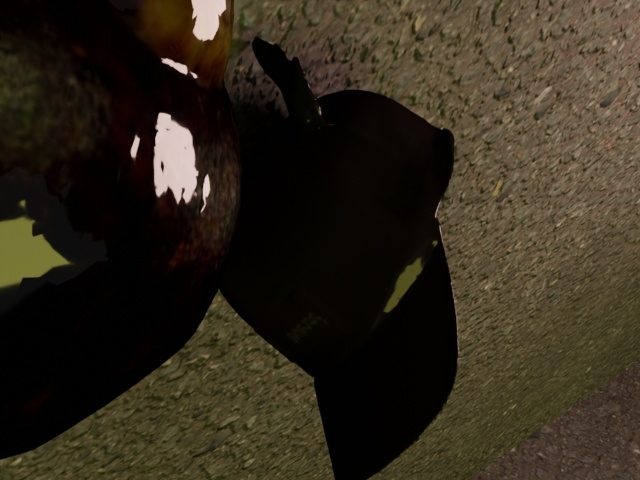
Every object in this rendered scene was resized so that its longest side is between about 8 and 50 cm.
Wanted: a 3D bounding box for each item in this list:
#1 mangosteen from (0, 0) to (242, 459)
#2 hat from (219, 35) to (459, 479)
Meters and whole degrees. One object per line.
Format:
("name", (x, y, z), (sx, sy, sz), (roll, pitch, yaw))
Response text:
("mangosteen", (-0.181, -0.059, 0.420), (0.297, 0.297, 0.313), (-20, 102, -39))
("hat", (-0.023, 0.012, 0.772), (0.209, 0.336, 0.238), (16, 145, -18))
